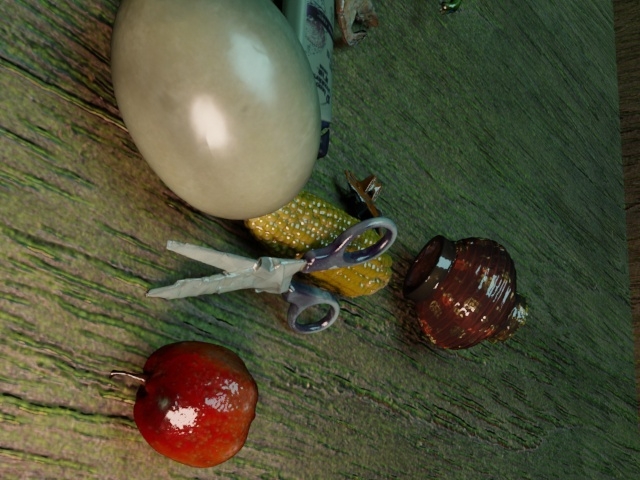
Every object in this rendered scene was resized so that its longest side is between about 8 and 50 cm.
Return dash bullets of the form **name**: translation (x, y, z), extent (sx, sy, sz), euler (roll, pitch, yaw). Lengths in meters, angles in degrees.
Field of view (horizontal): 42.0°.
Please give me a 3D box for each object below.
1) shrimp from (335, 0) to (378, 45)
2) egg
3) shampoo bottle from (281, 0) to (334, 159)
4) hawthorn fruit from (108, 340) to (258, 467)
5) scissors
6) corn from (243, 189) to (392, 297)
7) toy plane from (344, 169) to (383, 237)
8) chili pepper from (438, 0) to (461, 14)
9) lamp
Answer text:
- **shrimp**: translation (0.070, -0.426, 1.594), extent (0.223, 0.047, 0.126), euler (10, 85, -70)
- **egg**: translation (-0.135, -0.192, 1.103), extent (0.258, 0.258, 0.352), euler (-50, 130, -47)
- **shampoo bottle**: translation (-0.020, -0.313, 1.449), extent (0.134, 0.078, 0.360), euler (32, 56, -58)
- **hawthorn fruit**: translation (-0.175, 0.200, 1.053), extent (0.194, 0.157, 0.157), euler (27, 58, -26)
- **scissors**: translation (-0.073, 0.047, 1.211), extent (0.383, 0.256, 0.029), euler (7, 40, -41)
- **corn**: translation (0.000, 0.000, 1.350), extent (0.347, 0.130, 0.130), euler (31, 57, -43)
- **toy plane**: translation (0.084, -0.052, 1.511), extent (0.135, 0.062, 0.188), euler (48, 27, -36)
- **chili pepper**: translation (0.284, -0.625, 1.880), extent (0.165, 0.173, 0.261), euler (22, 59, -77)
- **lamp**: translation (0.286, 0.105, 1.626), extent (0.247, 0.246, 0.247), euler (19, 66, -50)
